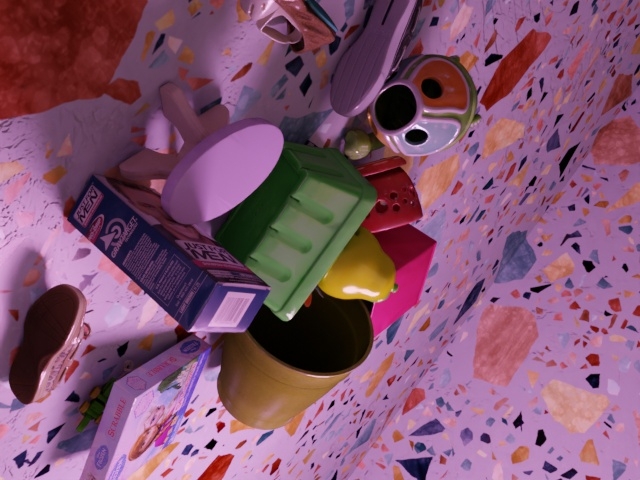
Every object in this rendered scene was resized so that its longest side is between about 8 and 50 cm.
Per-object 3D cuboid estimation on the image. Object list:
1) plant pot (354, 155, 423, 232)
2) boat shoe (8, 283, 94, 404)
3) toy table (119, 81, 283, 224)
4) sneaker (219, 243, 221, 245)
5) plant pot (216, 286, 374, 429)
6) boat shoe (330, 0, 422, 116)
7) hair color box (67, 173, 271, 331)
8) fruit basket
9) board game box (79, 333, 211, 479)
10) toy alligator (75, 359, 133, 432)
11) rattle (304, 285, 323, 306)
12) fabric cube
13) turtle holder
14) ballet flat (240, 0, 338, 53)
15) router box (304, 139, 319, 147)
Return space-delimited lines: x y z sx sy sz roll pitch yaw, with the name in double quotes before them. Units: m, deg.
"plant pot" 0.152 -0.119 2.153 0.191 0.191 0.174 -21 96 -47
"boat shoe" -0.510 0.191 1.600 0.089 0.104 0.285 -16 145 -57
"toy table" -0.223 -0.158 1.557 0.274 0.161 0.252 -29 143 -41
"sneaker" -0.271 0.044 1.807 0.101 0.106 0.267 -40 171 -28
"plant pot" -0.101 0.295 2.140 0.366 0.366 0.353 -24 152 -44
"boat shoe" 0.143 -0.422 1.877 0.119 0.121 0.335 14 108 -57
"hair color box" -0.271 0.022 1.491 0.105 0.347 0.174 -58 153 10
"fruit basket" 0.000 0.000 1.890 0.392 0.283 0.392 -14 127 -19
"board game box" -0.410 0.411 1.970 0.318 0.066 0.319 -31 148 -61
"toy alligator" -0.485 0.346 1.874 0.190 0.056 0.051 -54 -161 -14
"rattle" -0.051 0.041 2.025 0.130 0.200 0.143 7 126 -30
"fabric cube" 0.122 0.082 2.295 0.258 0.259 0.254 -34 147 -38
"turtle holder" 0.204 -0.321 2.007 0.227 0.320 0.243 -18 108 -54
"ballet flat" -0.076 -0.441 1.550 0.124 0.116 0.342 -36 158 8
"router box" -0.027 -0.172 1.994 0.092 0.038 0.122 -51 153 -4
